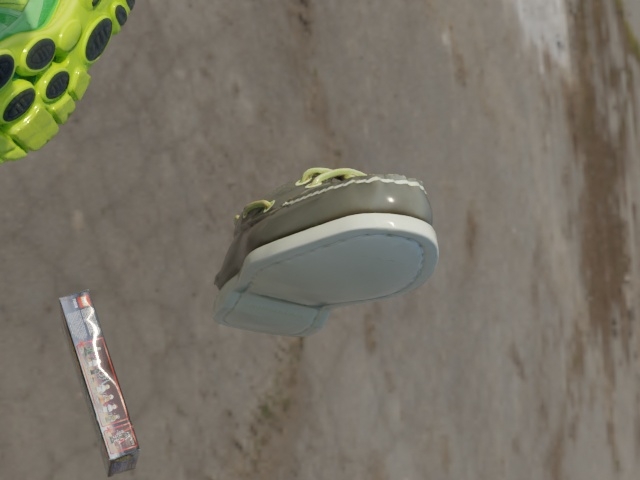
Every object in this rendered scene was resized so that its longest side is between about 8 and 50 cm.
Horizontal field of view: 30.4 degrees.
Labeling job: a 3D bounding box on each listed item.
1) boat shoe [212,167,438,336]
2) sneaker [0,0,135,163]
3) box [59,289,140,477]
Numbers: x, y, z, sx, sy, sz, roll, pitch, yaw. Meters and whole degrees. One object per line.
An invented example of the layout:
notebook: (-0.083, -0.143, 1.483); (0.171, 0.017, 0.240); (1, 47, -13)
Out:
boat shoe: (-0.004, -0.001, 0.817); (0.305, 0.109, 0.091); (146, -45, -66)
sneaker: (-0.261, -0.170, 1.008); (0.109, 0.123, 0.296); (79, 28, -43)
box: (-0.181, 0.118, 0.959); (0.094, 0.027, 0.137); (119, -47, -67)
